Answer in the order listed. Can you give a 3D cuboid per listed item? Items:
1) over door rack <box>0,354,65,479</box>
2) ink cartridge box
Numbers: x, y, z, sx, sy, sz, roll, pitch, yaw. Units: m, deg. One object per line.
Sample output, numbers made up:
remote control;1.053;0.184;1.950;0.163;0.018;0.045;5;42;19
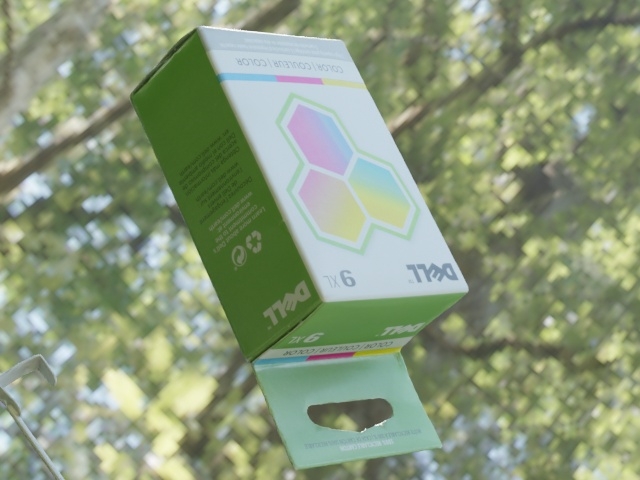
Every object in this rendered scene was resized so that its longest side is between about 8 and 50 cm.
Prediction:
over door rack;-0.252;0.307;1.739;0.324;0.108;0.239;60;-32;35
ink cartridge box;0.000;0.000;0.936;0.062;0.109;0.209;-40;-115;35
